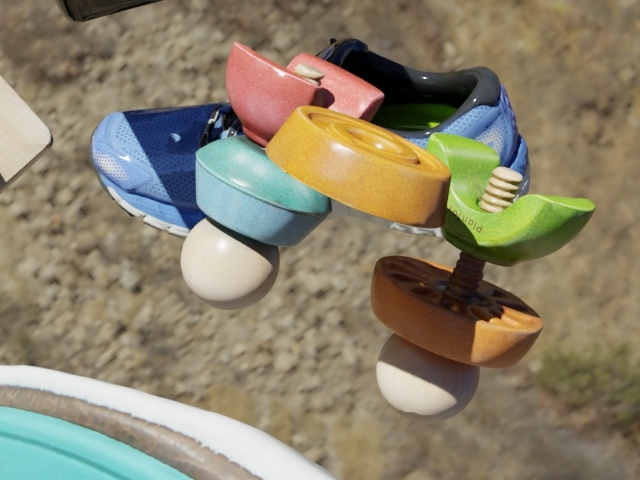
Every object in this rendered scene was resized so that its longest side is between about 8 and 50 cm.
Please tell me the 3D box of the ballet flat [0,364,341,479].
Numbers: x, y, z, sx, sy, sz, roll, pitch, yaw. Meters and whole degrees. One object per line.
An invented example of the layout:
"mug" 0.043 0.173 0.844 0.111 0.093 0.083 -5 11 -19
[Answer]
"ballet flat" -0.103 0.102 0.562 0.139 0.400 0.139 6 82 -55

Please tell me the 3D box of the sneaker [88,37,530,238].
"sneaker" -0.012 -0.089 1.417 0.129 0.330 0.147 -84 168 -46

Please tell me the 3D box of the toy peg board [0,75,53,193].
"toy peg board" -0.211 -0.045 0.691 0.161 0.079 0.161 -42 91 -4

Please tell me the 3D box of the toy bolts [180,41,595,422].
"toy bolts" 0.000 0.000 1.078 0.228 0.158 0.218 32 16 34

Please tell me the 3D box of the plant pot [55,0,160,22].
"plant pot" -0.131 -0.254 1.231 0.187 0.167 0.188 -18 51 -17
